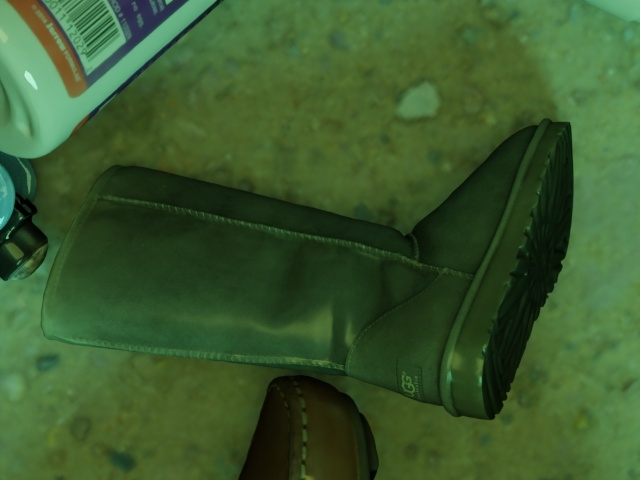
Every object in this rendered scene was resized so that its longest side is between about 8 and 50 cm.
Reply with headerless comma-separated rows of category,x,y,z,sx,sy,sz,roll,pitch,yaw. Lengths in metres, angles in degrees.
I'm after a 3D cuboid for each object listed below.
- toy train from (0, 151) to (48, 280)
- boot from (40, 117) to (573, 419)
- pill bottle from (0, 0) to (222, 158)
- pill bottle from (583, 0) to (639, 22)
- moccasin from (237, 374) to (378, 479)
toy train,-0.212,-0.034,0.869,0.184,0.080,0.105,43,96,-3
boot,0.000,-0.002,0.874,0.208,0.190,0.076,8,130,23
pill bottle,-0.090,-0.134,0.829,0.108,0.108,0.193,47,65,-3
pill bottle,0.230,-0.107,0.859,0.208,0.117,0.118,23,91,-3
moccasin,-0.089,0.231,0.863,0.147,0.139,0.380,25,101,-11
